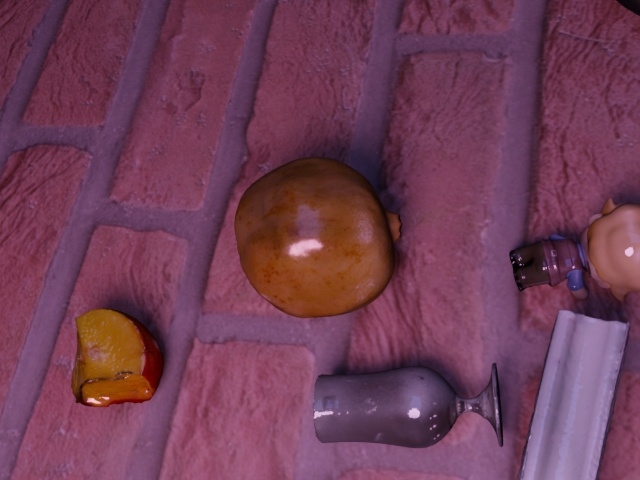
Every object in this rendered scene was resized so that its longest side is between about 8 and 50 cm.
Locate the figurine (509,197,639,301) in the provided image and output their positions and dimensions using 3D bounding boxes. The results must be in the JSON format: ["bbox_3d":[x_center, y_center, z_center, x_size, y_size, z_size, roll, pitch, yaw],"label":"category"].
[{"bbox_3d":[0.354,0.023,0.899,0.195,0.108,0.114,-20,50,25],"label":"figurine"}]

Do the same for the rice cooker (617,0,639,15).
[{"bbox_3d":[0.538,-0.468,0.982,0.316,0.264,0.317,-1,93,-19],"label":"rice cooker"}]

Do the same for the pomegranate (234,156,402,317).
[{"bbox_3d":[-0.007,0.002,0.930,0.232,0.233,0.233,-6,64,12],"label":"pomegranate"}]

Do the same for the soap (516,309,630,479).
[{"bbox_3d":[0.281,0.224,0.784,0.094,0.150,0.262,12,69,25],"label":"soap"}]

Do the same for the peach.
[{"bbox_3d":[-0.292,0.166,0.981,0.151,0.118,0.151,-13,73,49],"label":"peach"}]

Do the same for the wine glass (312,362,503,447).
[{"bbox_3d":[0.109,0.209,0.862,0.230,0.103,0.103,-4,65,16],"label":"wine glass"}]
